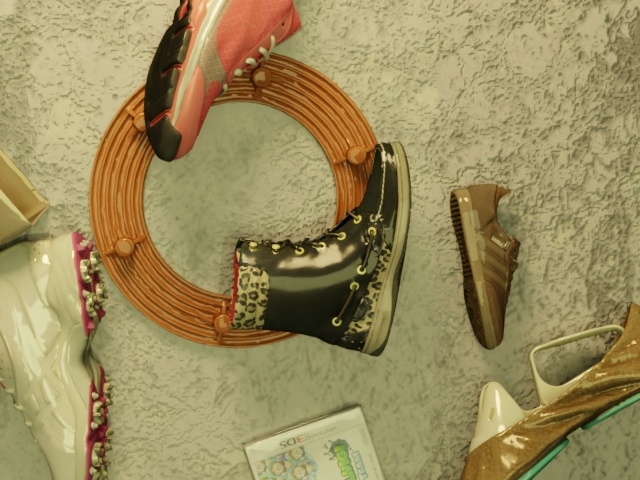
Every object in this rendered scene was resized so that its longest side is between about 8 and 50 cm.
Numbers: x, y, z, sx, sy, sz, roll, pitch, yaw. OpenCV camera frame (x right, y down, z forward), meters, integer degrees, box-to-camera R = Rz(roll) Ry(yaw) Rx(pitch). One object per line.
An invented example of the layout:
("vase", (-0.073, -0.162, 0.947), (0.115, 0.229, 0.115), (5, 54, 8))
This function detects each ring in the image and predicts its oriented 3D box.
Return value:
("ring", (-0.087, -0.045, 1.723), (0.336, 0.032, 0.336), (-1, 96, -8))

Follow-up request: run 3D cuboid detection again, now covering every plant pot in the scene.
("plant pot", (-0.367, -0.038, 1.645), (0.096, 0.109, 0.109), (-39, 100, 8))

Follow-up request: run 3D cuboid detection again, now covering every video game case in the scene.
("video game case", (0.003, 0.283, 1.773), (0.143, 0.019, 0.157), (-19, 98, -7))

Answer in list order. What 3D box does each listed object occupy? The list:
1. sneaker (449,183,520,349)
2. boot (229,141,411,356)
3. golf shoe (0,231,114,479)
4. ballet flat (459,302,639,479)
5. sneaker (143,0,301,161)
("sneaker", (0.198, 0.029, 1.758), (0.071, 0.066, 0.188), (-11, 97, -9))
("boot", (0.000, 0.001, 1.684), (0.178, 0.085, 0.236), (7, 94, -8))
("golf shoe", (-0.298, 0.147, 1.677), (0.140, 0.115, 0.306), (-4, 89, 2))
("ballet flat", (0.262, 0.187, 1.770), (0.342, 0.116, 0.124), (-36, 79, -5))
("sneaker", (-0.089, -0.223, 1.652), (0.136, 0.116, 0.314), (20, 81, -19))
